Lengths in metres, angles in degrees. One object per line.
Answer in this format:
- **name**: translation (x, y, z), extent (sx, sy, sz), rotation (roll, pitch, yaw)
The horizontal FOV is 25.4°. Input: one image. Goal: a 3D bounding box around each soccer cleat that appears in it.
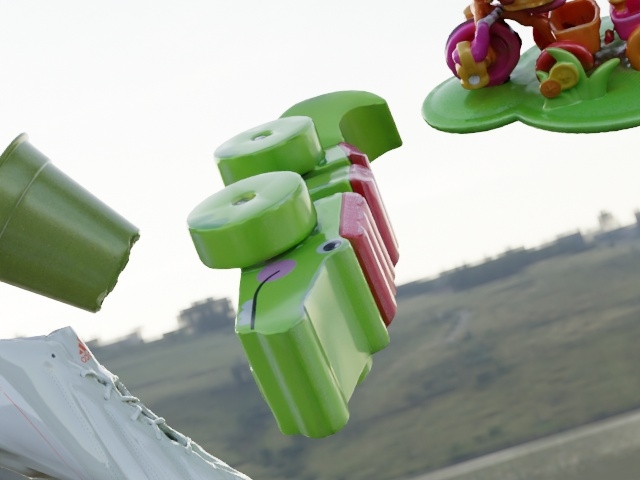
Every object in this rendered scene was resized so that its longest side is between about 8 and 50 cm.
- **soccer cleat**: translation (-0.108, 0.082, 0.653), extent (0.196, 0.076, 0.068), rotation (22, -12, -10)

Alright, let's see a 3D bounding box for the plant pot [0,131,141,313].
- **plant pot**: translation (-0.139, -0.001, 0.741), extent (0.079, 0.083, 0.083), rotation (29, -17, -3)

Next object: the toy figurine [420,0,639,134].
- **toy figurine**: translation (0.116, -0.149, 0.718), extent (0.173, 0.159, 0.130), rotation (-11, 30, 15)

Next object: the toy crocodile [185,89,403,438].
- **toy crocodile**: translation (0.000, 0.000, 0.795), extent (0.105, 0.115, 0.340), rotation (-19, 18, 8)
